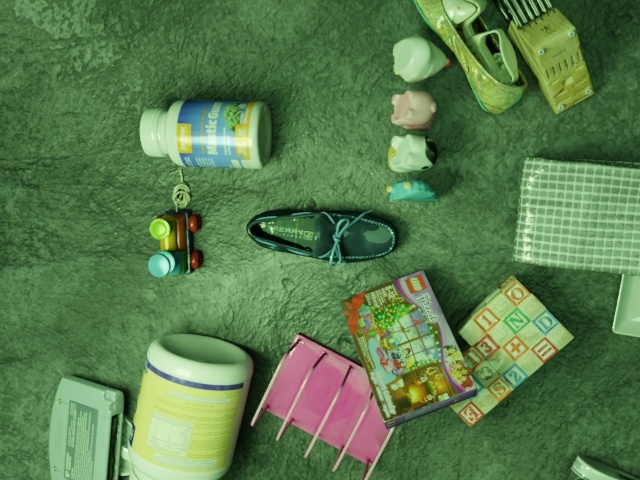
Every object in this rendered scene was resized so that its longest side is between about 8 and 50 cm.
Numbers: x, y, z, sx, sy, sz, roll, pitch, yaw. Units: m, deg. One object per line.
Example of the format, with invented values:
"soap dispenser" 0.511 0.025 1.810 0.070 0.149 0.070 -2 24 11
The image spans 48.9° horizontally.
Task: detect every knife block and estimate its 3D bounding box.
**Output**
"knife block" 0.454 -0.433 1.477 0.088 0.242 0.275 -29 134 12

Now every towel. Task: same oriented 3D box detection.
"towel" 0.550 -0.053 1.449 0.284 0.121 0.234 6 96 18

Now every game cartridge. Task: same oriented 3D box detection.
"game cartridge" -0.576 0.487 1.720 0.198 0.062 0.297 10 97 31

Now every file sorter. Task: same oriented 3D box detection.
"file sorter" 0.019 0.377 1.566 0.291 0.182 0.202 27 99 7

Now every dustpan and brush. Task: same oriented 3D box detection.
"dustpan and brush" -0.455 0.530 1.725 0.211 0.060 0.147 27 99 7

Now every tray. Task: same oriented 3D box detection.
"tray" 0.715 0.075 1.492 0.145 0.030 0.270 9 97 10

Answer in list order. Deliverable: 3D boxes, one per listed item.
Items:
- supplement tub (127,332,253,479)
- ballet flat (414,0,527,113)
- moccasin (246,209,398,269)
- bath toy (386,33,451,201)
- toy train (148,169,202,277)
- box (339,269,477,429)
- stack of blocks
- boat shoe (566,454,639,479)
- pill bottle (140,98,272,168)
"supplement tub" -0.299 0.401 1.595 0.241 0.241 0.331 15 97 8
"ballet flat" 0.319 -0.432 1.467 0.123 0.123 0.348 -31 91 11
"moccasin" 0.000 0.000 1.568 0.342 0.117 0.137 -1 95 10
"bath toy" 0.210 -0.258 1.506 0.129 0.151 0.348 2 94 -29
"toy train" -0.346 -0.039 1.612 0.105 0.143 0.247 -1 95 10
"box" 0.180 0.225 1.495 0.201 0.057 0.293 -21 58 -1
"stack of blocks" 0.375 0.239 1.538 0.171 0.087 0.297 45 101 4
"boat shoe" 0.677 0.572 1.506 0.301 0.108 0.102 22 98 10
"pill bottle" -0.255 -0.239 1.574 0.272 0.152 0.152 3 96 9
